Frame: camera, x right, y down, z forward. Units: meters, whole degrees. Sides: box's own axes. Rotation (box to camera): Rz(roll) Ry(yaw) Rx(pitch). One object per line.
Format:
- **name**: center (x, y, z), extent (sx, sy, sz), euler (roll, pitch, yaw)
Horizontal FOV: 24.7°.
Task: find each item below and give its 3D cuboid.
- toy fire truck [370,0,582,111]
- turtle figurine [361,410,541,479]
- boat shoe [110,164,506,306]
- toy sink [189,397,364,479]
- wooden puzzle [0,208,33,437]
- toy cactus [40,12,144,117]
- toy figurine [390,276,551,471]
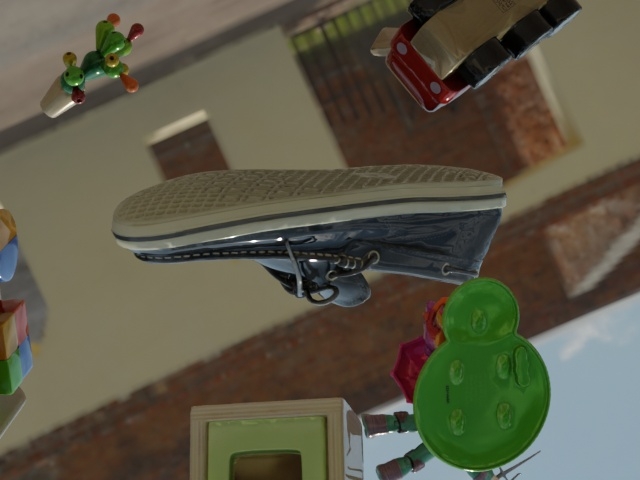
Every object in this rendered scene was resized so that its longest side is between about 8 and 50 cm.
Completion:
- **toy fire truck**: center (0.144, -0.232, 1.706), extent (0.217, 0.158, 0.246), euler (-37, 174, -37)
- **turtle figurine**: center (0.184, 0.268, 2.066), extent (0.234, 0.175, 0.118), euler (-14, 142, -5)
- **boat shoe**: center (0.000, 0.000, 1.675), extent (0.500, 0.156, 0.187), euler (-3, -165, -33)
- **toy sink**: center (-0.040, 0.279, 1.398), extent (0.152, 0.234, 0.131), euler (-4, 161, 10)
- **wooden puzzle**: center (-0.420, 0.091, 1.734), extent (0.080, 0.348, 0.322), euler (-5, -163, 9)
- **toy cactus**: center (-0.347, -0.248, 2.207), extent (0.180, 0.112, 0.219), euler (-39, -163, 26)
- **toy figurine**: center (0.118, 0.106, 1.338), extent (0.130, 0.173, 0.159), euler (-7, -170, -16)
